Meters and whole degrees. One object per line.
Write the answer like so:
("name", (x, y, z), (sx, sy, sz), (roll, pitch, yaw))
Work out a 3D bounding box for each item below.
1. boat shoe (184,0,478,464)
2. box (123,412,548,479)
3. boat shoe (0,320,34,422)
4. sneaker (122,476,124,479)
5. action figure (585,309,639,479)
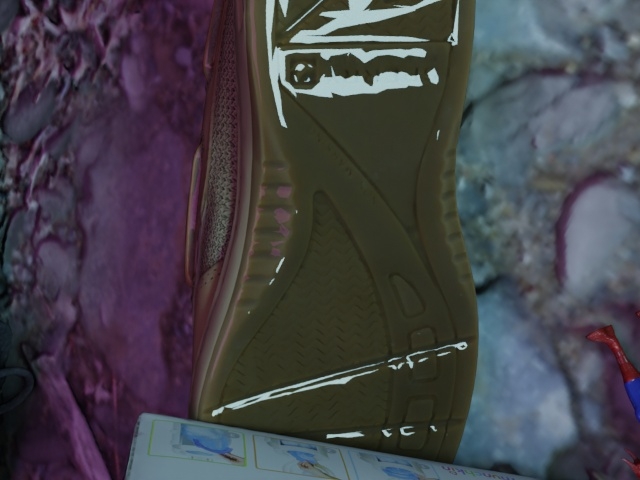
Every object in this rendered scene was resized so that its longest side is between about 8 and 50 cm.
("boat shoe", (0.000, 0.000, 0.447), (0.110, 0.122, 0.340), (-140, 55, -68))
("box", (0.019, 0.149, 0.366), (0.203, 0.103, 0.114), (12, 103, -9))
("boat shoe", (-0.287, 0.092, 0.618), (0.156, 0.187, 0.499), (-10, 81, 43))
("sneaker", (-0.054, 0.160, 0.517), (0.152, 0.058, 0.084), (4, 104, 44))
("action figure", (0.142, 0.083, 0.384), (0.038, 0.030, 0.115), (-32, 75, 29))
